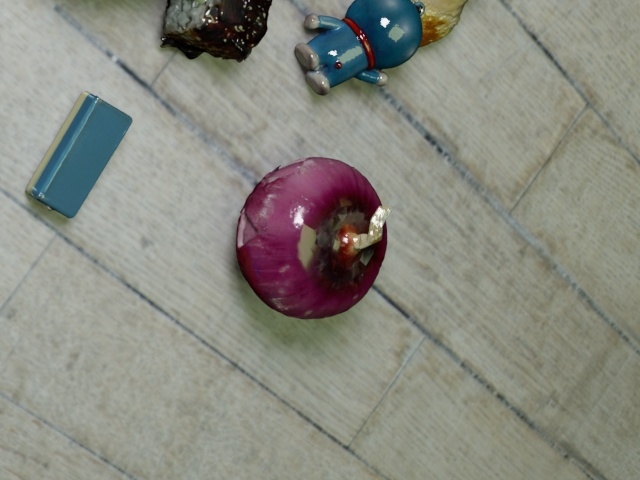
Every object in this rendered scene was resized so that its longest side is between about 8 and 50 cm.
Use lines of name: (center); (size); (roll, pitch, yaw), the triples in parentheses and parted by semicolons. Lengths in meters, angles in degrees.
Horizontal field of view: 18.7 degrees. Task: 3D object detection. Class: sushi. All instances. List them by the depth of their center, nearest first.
sushi: (-0.108, -0.231, 1.947); (0.084, 0.098, 0.094); (27, 74, -48)

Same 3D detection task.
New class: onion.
onion: (-0.007, -0.001, 2.097); (0.177, 0.153, 0.177); (-21, 134, -23)

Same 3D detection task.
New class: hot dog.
hot dog: (0.137, -0.286, 2.136); (0.078, 0.061, 0.169); (19, 124, -36)

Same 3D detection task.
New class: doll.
doll: (0.049, -0.217, 2.085); (0.152, 0.085, 0.114); (-32, 118, -11)

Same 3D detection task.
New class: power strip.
power strip: (-0.242, -0.084, 1.935); (0.056, 0.032, 0.123); (31, 90, -44)
